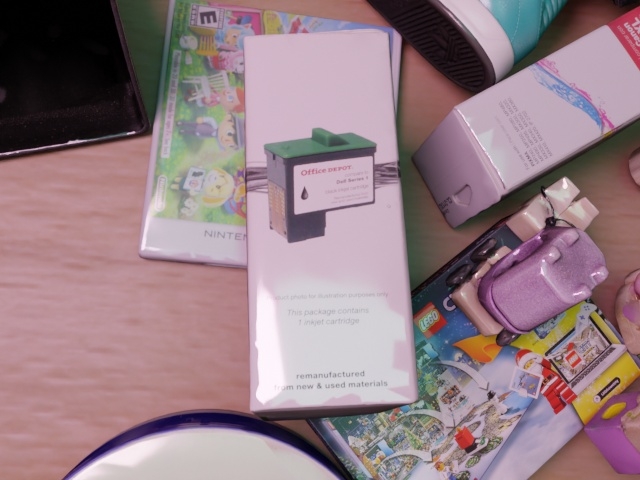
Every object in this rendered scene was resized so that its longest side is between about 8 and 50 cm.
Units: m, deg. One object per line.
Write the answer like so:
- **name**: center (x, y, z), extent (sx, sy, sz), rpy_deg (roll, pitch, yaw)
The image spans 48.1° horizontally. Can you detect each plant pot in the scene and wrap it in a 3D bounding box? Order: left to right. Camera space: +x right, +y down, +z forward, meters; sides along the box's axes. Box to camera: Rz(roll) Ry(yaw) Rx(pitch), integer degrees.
- **plant pot**: center (-0.236, -0.174, 0.493), extent (0.188, 0.187, 0.167), rpy_deg (-12, 70, -9)

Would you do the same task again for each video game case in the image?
- **video game case**: center (-0.036, -0.081, 0.576), extent (0.193, 0.023, 0.212), rpy_deg (6, 80, -7)

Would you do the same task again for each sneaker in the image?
- **sneaker**: center (0.095, -0.277, 0.560), extent (0.178, 0.124, 0.295), rpy_deg (-40, 82, -6)

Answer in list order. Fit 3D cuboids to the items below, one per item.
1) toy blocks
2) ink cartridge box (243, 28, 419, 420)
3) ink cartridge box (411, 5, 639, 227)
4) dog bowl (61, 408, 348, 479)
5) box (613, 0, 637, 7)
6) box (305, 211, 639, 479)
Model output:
- **toy blocks**: center (0.315, 0.034, 0.454), extent (0.288, 0.260, 0.309), rpy_deg (-42, 90, -25)
- **ink cartridge box**: center (0.000, 0.000, 0.463), extent (0.093, 0.160, 0.219), rpy_deg (-2, 74, -3)
- **ink cartridge box**: center (0.172, -0.091, 0.552), extent (0.175, 0.127, 0.072), rpy_deg (-29, 85, -11)
- **dog bowl**: center (-0.079, 0.251, 0.478), extent (0.265, 0.104, 0.265), rpy_deg (1, 81, -7)
- **box**: center (0.267, -0.292, 0.538), extent (0.147, 0.077, 0.180), rpy_deg (-19, 64, 20)
- **box**: center (0.114, 0.109, 0.556), extent (0.233, 0.044, 0.159), rpy_deg (-37, 88, -11)
